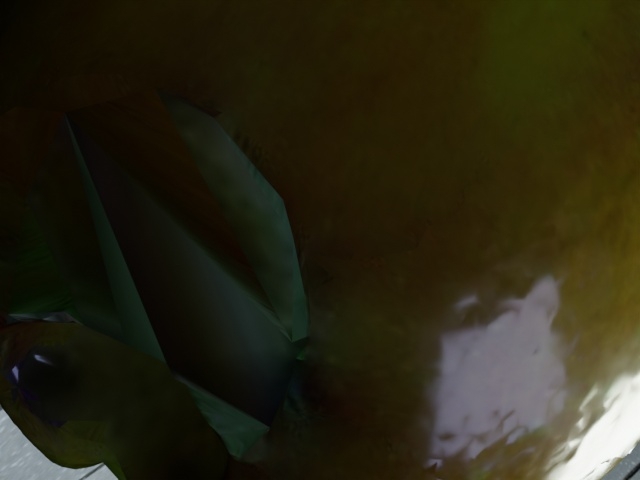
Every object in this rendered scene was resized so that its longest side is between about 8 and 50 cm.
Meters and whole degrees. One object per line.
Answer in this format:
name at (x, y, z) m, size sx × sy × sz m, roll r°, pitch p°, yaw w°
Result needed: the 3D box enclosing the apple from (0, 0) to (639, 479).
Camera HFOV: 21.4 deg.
apple at (0.000, 0.000, 0.740) m, size 0.374 × 0.374 × 0.384 m, roll -27°, pitch 138°, yaw -52°
